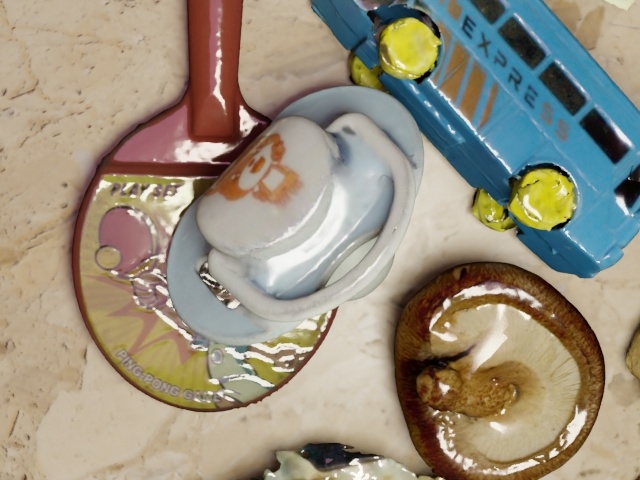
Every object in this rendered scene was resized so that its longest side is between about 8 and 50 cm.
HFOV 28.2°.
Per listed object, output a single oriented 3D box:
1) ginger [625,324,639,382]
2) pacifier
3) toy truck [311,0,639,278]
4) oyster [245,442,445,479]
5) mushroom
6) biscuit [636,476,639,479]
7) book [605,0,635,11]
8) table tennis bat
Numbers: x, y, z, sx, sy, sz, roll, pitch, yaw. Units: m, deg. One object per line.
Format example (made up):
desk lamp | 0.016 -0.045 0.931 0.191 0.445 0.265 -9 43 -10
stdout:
ginger | 0.363 0.130 1.273 0.095 0.069 0.190 -19 95 -24
pacifier | 0.000 0.000 1.171 0.279 0.207 0.227 -46 52 -1
toy truck | 0.162 -0.140 1.196 0.162 0.161 0.385 -43 95 -8
oyster | 0.002 0.318 1.239 0.351 0.115 0.238 -19 72 -12
mushroom | 0.168 0.126 1.237 0.194 0.138 0.231 -7 106 -16
biscuit | 0.367 0.370 1.306 0.284 0.043 0.306 -4 93 -2
book | 0.133 -0.373 1.161 0.379 0.031 0.264 22 54 -4
table tennis bat | -0.106 -0.035 1.243 0.268 0.051 0.415 1 97 -6
